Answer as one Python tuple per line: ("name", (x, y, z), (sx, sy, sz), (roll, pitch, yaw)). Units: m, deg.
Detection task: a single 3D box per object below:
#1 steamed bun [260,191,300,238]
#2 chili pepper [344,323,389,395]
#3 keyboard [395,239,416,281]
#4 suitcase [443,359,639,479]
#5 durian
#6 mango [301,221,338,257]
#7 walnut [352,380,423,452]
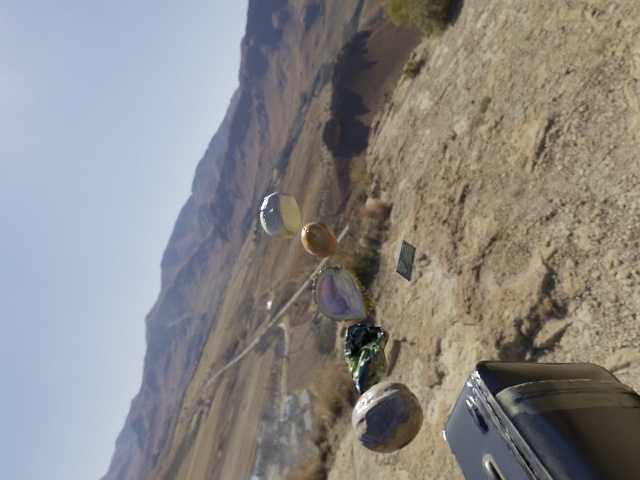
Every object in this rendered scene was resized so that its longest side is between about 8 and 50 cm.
("steamed bun", (-0.112, -0.064, 1.201), (0.091, 0.113, 0.129), (-23, 73, 34))
("chili pepper", (0.143, 0.346, 1.289), (0.264, 0.116, 0.148), (-118, 38, -72))
("keyboard", (0.263, 0.057, 1.317), (0.014, 0.055, 0.176), (-52, 5, 34))
("suitcase", (0.347, 0.327, 0.512), (0.433, 0.284, 0.194), (-114, 33, -60))
("durian", (0.083, 0.201, 1.607), (0.183, 0.249, 0.138), (-45, -15, 25))
("mango", (0.000, 0.000, 0.780), (0.060, 0.046, 0.089), (-48, 46, -6))
("walnut", (0.147, 0.389, 0.952), (0.162, 0.140, 0.140), (-54, 18, 21))
